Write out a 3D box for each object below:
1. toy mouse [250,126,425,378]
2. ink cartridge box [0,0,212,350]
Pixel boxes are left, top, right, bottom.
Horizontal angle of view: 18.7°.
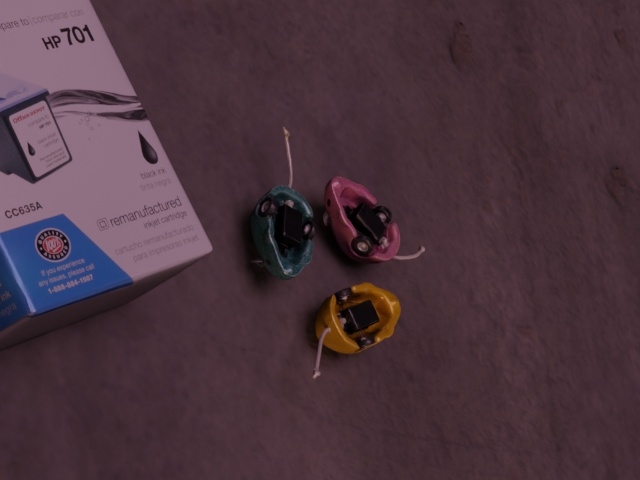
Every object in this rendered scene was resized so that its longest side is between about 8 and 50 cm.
[{"bbox_3d":[0.000,0.000,1.179,0.161,0.031,0.143,-26,86,-50],"label":"toy mouse"},{"bbox_3d":[-0.163,-0.048,1.004,0.140,0.082,0.190,-21,84,-50],"label":"ink cartridge box"}]
